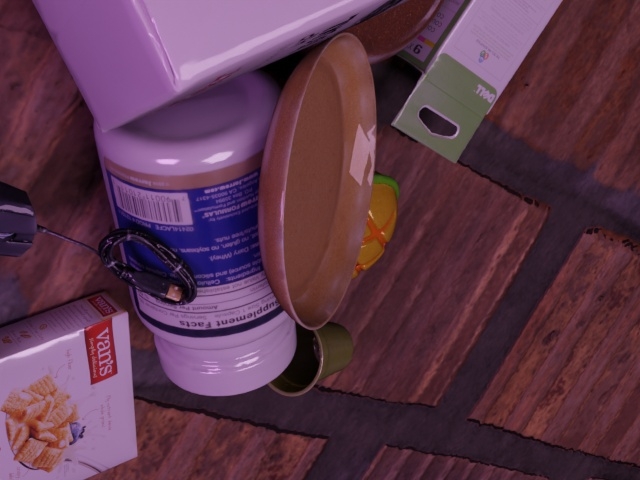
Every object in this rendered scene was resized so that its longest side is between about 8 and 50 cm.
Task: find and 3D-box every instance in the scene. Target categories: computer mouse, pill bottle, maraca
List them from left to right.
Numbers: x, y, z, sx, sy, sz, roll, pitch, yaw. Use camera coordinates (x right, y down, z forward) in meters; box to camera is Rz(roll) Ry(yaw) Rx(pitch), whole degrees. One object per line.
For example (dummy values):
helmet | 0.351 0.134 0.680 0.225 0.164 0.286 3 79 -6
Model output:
computer mouse | -0.207 0.004 0.956 0.242 0.041 0.071 19 126 -9
pill bottle | -0.093 -0.005 1.058 0.153 0.153 0.265 -26 133 -25
maraca | 0.000 0.000 1.187 0.127 0.099 0.186 4 138 -46

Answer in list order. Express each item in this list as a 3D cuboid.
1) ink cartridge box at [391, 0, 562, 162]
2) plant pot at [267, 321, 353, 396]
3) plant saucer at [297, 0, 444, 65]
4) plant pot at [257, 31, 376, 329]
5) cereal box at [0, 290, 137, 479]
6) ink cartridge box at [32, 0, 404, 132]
ink cartridge box | 0.137 -0.189 1.195 0.109 0.062 0.209 25 100 -47
plant pot | -0.008 0.111 1.273 0.079 0.083 0.083 -1 119 -54
plant saucer | 0.053 -0.229 1.072 0.198 0.036 0.199 -26 135 -30
plant pot | -0.003 -0.048 1.012 0.236 0.032 0.236 7 90 -72
cereal box | -0.274 0.157 1.090 0.240 0.047 0.173 -20 130 -30
ink cartridge box | 0.012 -0.230 0.847 0.395 0.285 0.166 -27 97 -17
